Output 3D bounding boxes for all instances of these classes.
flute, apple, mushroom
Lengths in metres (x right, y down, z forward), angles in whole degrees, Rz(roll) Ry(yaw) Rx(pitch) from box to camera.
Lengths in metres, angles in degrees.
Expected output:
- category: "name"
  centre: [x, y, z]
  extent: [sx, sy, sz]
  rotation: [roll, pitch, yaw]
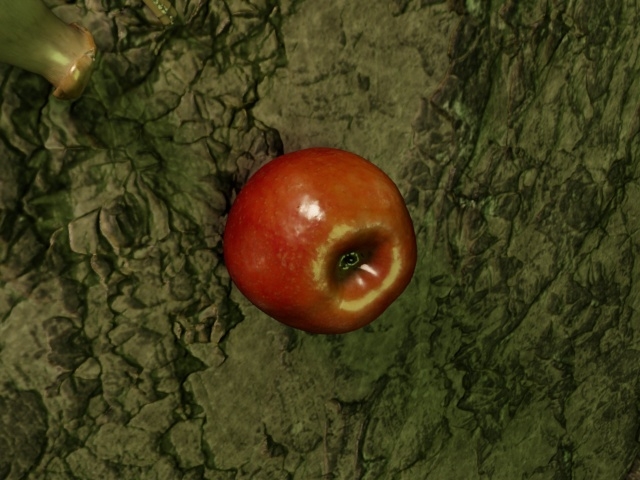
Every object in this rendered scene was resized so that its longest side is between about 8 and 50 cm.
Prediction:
- category: "flute"
  centre: [-0.213, -0.291, 0.746]
  extent: [0.027, 0.027, 0.233]
  rotation: [-50, 131, -6]
- category: "apple"
  centre: [0.000, 0.000, 0.931]
  extent: [0.218, 0.201, 0.218]
  rotation: [-11, 116, -24]
- category: "mushroom"
  centre: [-0.280, -0.205, 0.692]
  extent: [0.212, 0.097, 0.088]
  rotation: [43, 73, -41]
